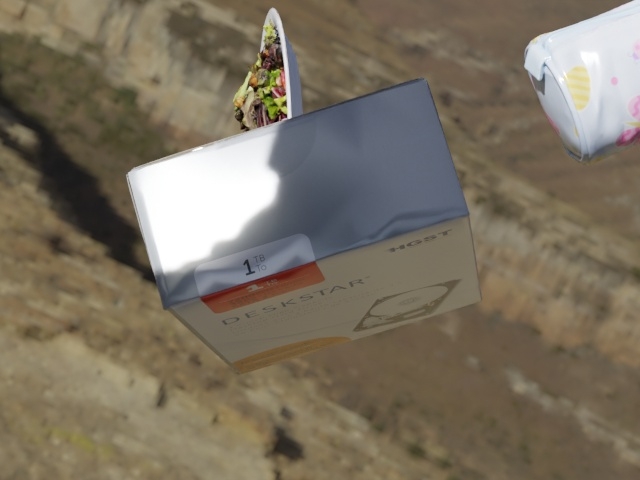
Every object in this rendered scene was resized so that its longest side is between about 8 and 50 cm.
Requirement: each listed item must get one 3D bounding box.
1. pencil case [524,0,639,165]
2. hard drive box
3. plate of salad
[{"bbox_3d":[0.305,-0.164,1.308,0.113,0.273,0.124,64,0,41],"label":"pencil case"},{"bbox_3d":[0.000,0.000,0.995,0.232,0.181,0.089,59,14,-74],"label":"hard drive box"},{"bbox_3d":[-0.047,-0.090,1.309,0.048,0.200,0.200,-1,13,-8],"label":"plate of salad"}]
